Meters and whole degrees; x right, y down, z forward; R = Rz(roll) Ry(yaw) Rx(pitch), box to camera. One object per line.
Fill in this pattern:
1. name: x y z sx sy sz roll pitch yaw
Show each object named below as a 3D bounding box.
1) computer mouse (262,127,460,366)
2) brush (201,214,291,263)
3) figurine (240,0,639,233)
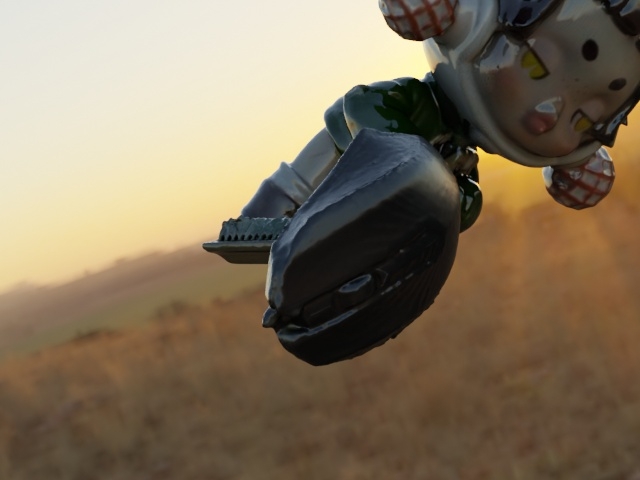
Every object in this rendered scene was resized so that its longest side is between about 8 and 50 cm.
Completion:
1. computer mouse: 0.032 0.004 0.959 0.057 0.099 0.172 8 36 35
2. brush: 0.000 0.000 1.118 0.190 0.027 0.034 1 -22 45
3. figurine: 0.108 -0.107 1.305 0.370 0.281 0.167 -41 41 10
